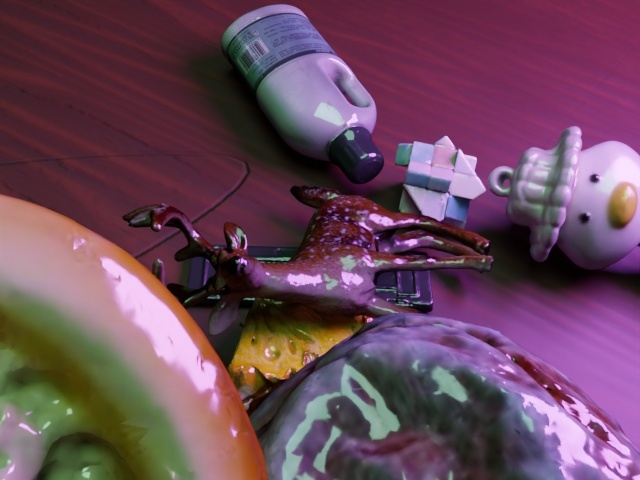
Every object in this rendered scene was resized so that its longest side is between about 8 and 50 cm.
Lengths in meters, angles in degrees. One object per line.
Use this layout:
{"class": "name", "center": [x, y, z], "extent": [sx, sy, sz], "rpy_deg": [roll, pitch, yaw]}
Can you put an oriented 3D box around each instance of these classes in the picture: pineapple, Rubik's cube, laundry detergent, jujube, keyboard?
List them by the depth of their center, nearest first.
{"class": "jujube", "center": [0.074, 0.182, 0.497], "extent": [0.246, 0.215, 0.308], "rpy_deg": [-28, 57, 3]}
{"class": "pineapple", "center": [-0.021, 0.087, 0.674], "extent": [0.137, 0.069, 0.116], "rpy_deg": [-15, 47, -28]}
{"class": "keyboard", "center": [-0.008, 0.031, 0.747], "extent": [0.204, 0.013, 0.061], "rpy_deg": [2, 49, -2]}
{"class": "Rubik's cube", "center": [0.106, -0.052, 0.783], "extent": [0.075, 0.073, 0.084], "rpy_deg": [0, 43, -8]}
{"class": "laundry detergent", "center": [-0.008, -0.139, 0.853], "extent": [0.099, 0.070, 0.226], "rpy_deg": [-16, 52, -25]}

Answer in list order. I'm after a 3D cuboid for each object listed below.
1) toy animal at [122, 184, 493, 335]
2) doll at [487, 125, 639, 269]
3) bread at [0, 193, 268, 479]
{"class": "toy animal", "center": [-0.003, 0.019, 0.671], "extent": [0.259, 0.087, 0.243], "rpy_deg": [11, 14, 7]}
{"class": "doll", "center": [0.286, -0.019, 0.745], "extent": [0.293, 0.138, 0.119], "rpy_deg": [15, 10, 5]}
{"class": "bread", "center": [-0.193, 0.191, 0.369], "extent": [0.328, 0.245, 0.424], "rpy_deg": [6, 79, -38]}
